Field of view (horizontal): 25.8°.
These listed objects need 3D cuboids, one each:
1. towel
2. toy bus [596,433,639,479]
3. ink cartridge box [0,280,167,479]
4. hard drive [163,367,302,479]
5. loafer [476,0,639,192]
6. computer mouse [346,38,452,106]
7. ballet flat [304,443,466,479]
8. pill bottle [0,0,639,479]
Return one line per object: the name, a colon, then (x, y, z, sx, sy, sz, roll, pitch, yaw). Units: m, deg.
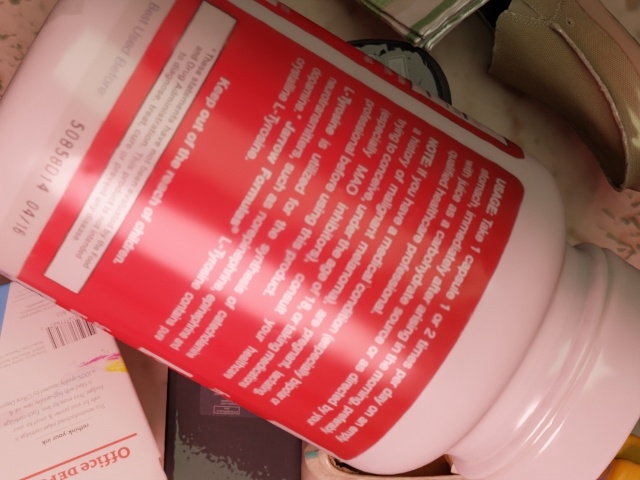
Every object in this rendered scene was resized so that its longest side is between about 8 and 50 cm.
towel: (0.068, -0.209, 1.036, 0.113, 0.023, 0.152, -38, 52, -12)
toy bus: (0.325, 0.257, 0.963, 0.333, 0.130, 0.108, 33, 71, -10)
ink cartridge box: (-0.174, 0.116, 0.919, 0.104, 0.061, 0.181, -20, 81, -18)
hard drive: (-0.059, 0.121, 0.966, 0.094, 0.022, 0.135, 5, 75, -13)
loafer: (0.174, -0.141, 1.053, 0.092, 0.102, 0.268, -24, 70, -7)
computer mouse: (-0.047, -0.119, 1.013, 0.262, 0.060, 0.184, -14, 84, -5)
ballet flat: (0.073, 0.148, 0.976, 0.168, 0.052, 0.057, -5, 78, -15)
pill bottle: (0.000, 0.000, 0.868, 0.408, 0.229, 0.229, 30, 71, -9)
